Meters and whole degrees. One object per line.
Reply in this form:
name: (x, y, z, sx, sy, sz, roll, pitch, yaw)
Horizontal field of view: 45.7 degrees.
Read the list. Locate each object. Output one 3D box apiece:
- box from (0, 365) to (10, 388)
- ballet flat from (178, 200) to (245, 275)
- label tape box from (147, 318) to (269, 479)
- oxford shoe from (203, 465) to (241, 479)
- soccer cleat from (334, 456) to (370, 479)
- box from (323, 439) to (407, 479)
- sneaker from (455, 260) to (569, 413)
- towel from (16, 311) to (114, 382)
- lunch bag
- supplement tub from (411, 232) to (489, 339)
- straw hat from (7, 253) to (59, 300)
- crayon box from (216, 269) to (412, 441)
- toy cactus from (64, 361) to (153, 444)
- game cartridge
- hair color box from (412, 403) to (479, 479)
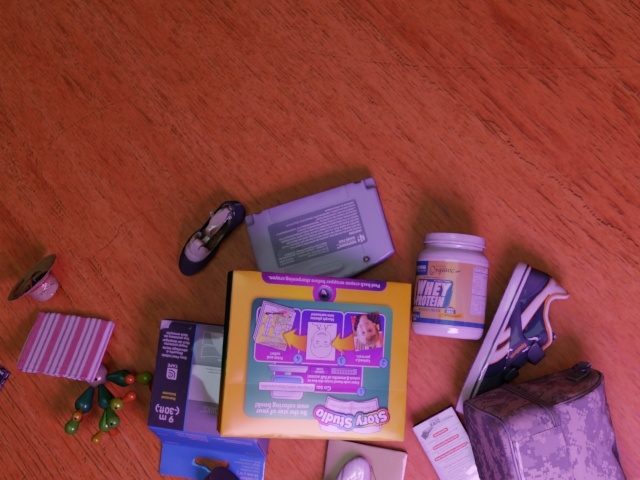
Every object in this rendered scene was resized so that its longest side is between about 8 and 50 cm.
box: (-0.759, 0.308, 1.731, 0.083, 0.018, 0.067, 32, 90, 13)
ballet flat: (-0.245, -0.009, 1.650, 0.074, 0.074, 0.203, 43, 92, 12)
label tape box: (-0.224, 0.343, 1.583, 0.240, 0.106, 0.334, 5, 84, 11)
oxford shoe: (-0.163, 0.563, 1.573, 0.212, 0.076, 0.076, 47, 129, 5)
soccer cleat: (0.036, 0.521, 1.505, 0.068, 0.076, 0.196, 33, 90, 14)
box: (0.083, 0.517, 1.548, 0.164, 0.021, 0.201, 8, 85, 12)
sneaker: (0.376, 0.209, 1.479, 0.127, 0.126, 0.321, 25, 90, 12)
towel: (-0.561, 0.234, 1.674, 0.196, 0.029, 0.144, 6, 60, 14)
lunch bag: (0.431, 0.400, 1.381, 0.255, 0.212, 0.305, -17, 96, -12)
supplement tub: (0.258, 0.092, 1.505, 0.144, 0.144, 0.200, 4, 84, 11)
straw hat: (-0.627, 0.102, 1.708, 0.144, 0.144, 0.061, -38, 116, 4)
crayon box: (-0.011, 0.228, 1.496, 0.362, 0.106, 0.313, 5, 84, -12)
toy cactus: (-0.462, 0.327, 1.646, 0.219, 0.112, 0.181, -38, 59, 6)
game cartridge: (0.000, 0.000, 1.613, 0.294, 0.060, 0.196, -16, 77, 8)
hair color box: (0.264, 0.423, 1.510, 0.093, 0.053, 0.167, -30, 80, 7)
